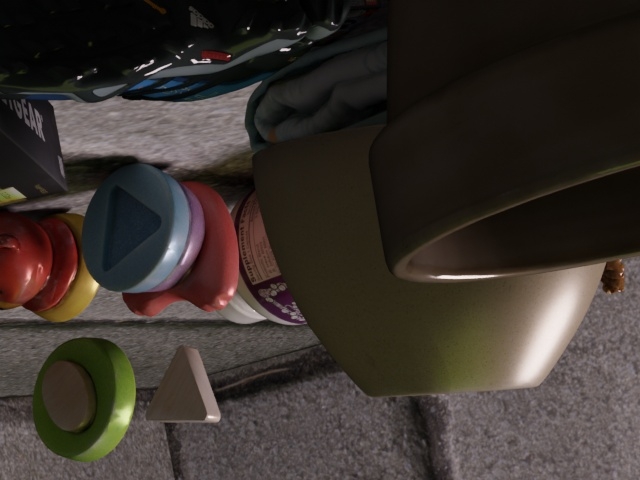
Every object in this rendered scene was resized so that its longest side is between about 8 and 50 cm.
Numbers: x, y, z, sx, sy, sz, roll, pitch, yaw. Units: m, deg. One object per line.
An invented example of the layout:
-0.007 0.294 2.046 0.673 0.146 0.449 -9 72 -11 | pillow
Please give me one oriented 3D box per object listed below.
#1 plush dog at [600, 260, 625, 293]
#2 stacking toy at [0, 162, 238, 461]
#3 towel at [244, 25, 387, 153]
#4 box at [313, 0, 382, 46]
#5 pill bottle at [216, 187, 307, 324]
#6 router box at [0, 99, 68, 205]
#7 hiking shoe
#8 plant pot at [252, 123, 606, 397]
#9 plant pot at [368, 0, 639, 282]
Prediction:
0.314 -0.072 1.836 0.262 0.210 0.225 -16 -167 21 | plush dog
-0.238 0.071 1.693 0.309 0.279 0.130 -17 158 35 | stacking toy
0.165 -0.120 1.320 0.320 0.090 0.374 -1 176 -34 | towel
-0.035 -0.168 1.249 0.137 0.027 0.094 -8 172 -24 | box
0.000 0.000 1.844 0.169 0.169 0.301 -3 167 -43 | pill bottle
-0.342 -0.075 1.251 0.243 0.081 0.309 -12 171 2 | router box
-0.130 -0.125 1.082 0.304 0.113 0.132 -7 160 -25 | hiking shoe
0.094 0.021 1.271 0.284 0.191 0.284 -3 175 0 | plant pot
0.162 -0.150 0.833 0.323 0.280 0.323 -11 170 -2 | plant pot
